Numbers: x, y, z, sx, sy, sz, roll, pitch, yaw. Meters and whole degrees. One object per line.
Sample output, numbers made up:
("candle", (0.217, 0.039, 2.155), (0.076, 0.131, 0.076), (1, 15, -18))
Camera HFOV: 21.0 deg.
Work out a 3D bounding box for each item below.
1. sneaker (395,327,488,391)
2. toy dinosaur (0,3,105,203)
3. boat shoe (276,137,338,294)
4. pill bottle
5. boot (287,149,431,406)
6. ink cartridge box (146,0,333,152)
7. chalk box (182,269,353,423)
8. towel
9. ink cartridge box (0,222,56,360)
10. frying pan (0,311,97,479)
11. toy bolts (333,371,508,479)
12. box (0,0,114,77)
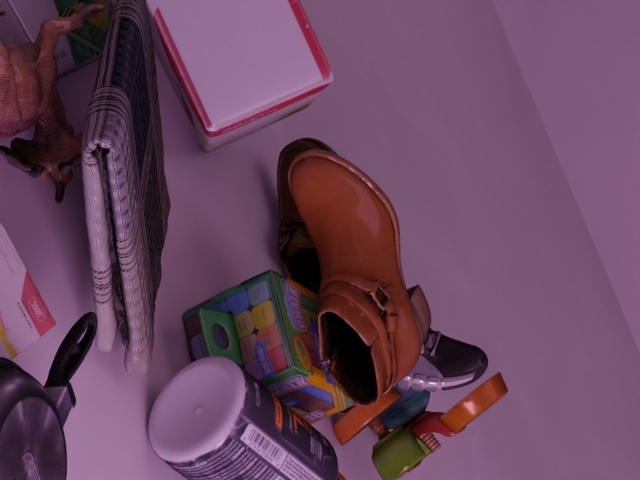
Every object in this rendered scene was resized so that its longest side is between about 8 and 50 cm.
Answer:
("sneaker", (0.096, 0.112, 2.157), (0.086, 0.229, 0.132), (-74, 165, -63))
("toy dinosaur", (-0.323, -0.145, 1.745), (0.296, 0.127, 0.200), (5, 83, -52))
("boat shoe", (0.000, 0.000, 2.291), (0.104, 0.111, 0.307), (9, 60, -58))
("pill bottle", (-0.067, 0.238, 1.880), (0.246, 0.130, 0.130), (44, 30, -41))
("boot", (0.023, 0.045, 2.002), (0.283, 0.109, 0.220), (65, 26, -11))
("ink cartridge box", (-0.124, -0.266, 2.054), (0.279, 0.160, 0.385), (64, -4, -1))
("chalk box", (-0.065, 0.127, 1.995), (0.213, 0.132, 0.132), (29, 41, -55))
("towel", (-0.208, -0.064, 1.827), (0.312, 0.056, 0.324), (-90, 177, -51))
("ink cartridge box", (-0.330, 0.071, 1.559), (0.115, 0.067, 0.198), (62, 23, -8))
("frying pan", (-0.253, 0.190, 1.564), (0.326, 0.053, 0.197), (-24, 112, -68))
("toy bolts", (0.119, 0.200, 2.272), (0.158, 0.218, 0.228), (52, 2, 9))
("box", (-0.352, -0.334, 1.947), (0.322, 0.058, 0.232), (62, 23, -9))
